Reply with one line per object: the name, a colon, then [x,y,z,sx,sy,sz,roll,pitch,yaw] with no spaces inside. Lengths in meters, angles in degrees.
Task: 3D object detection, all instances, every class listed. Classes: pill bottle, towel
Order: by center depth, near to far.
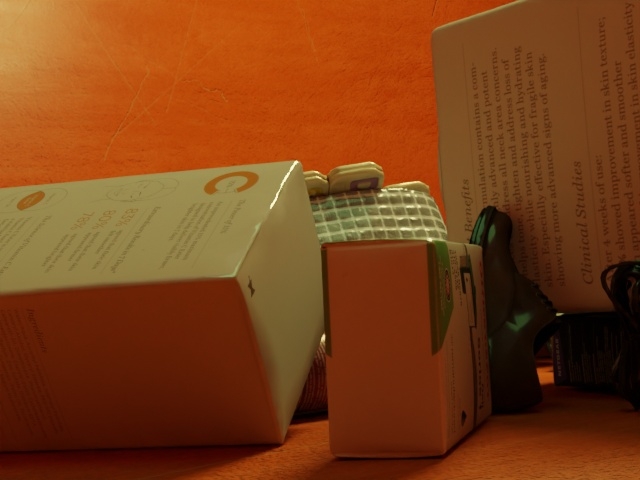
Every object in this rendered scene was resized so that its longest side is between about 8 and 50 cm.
pill bottle: [-0.025,0.132,1.127,0.152,0.086,0.086,-2,-3,-35]
towel: [0.030,0.052,1.320,0.284,0.235,0.121,-3,-41,-16]

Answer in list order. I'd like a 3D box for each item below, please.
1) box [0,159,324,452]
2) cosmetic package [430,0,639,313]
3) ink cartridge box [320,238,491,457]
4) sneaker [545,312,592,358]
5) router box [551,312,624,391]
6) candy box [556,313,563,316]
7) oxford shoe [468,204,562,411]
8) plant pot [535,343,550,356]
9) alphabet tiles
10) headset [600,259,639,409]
box: [-0.187,0.059,1.023,0.346,0.168,0.215,-4,28,17]
cosmetic package: [0.370,-0.096,1.187,0.328,0.329,0.394,-3,-2,-37]
ink cartridge box: [0.076,0.080,0.920,0.093,0.160,0.219,-3,-1,18]
sneaker: [0.399,0.133,1.408,0.235,0.084,0.097,-7,-33,34]
router box: [0.433,0.105,1.165,0.309,0.081,0.243,-3,-3,-23]
candy box: [0.397,0.007,1.518,0.159,0.233,0.071,-9,-33,32]
oxford shoe: [0.184,0.066,1.101,0.096,0.227,0.082,0,-32,6]
plant pot: [0.374,0.078,1.707,0.205,0.187,0.205,-4,-2,0]
alphabet tiles: [0.000,0.000,1.465,0.278,0.021,0.284,-9,-33,-11]
headset: [0.342,0.092,0.817,0.244,0.185,0.394,-7,14,-23]
